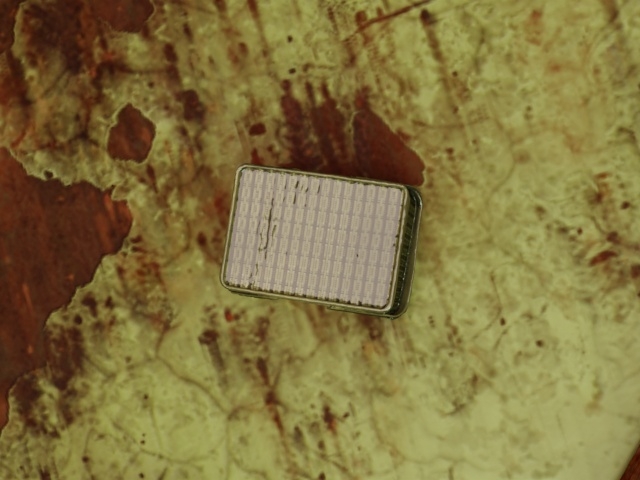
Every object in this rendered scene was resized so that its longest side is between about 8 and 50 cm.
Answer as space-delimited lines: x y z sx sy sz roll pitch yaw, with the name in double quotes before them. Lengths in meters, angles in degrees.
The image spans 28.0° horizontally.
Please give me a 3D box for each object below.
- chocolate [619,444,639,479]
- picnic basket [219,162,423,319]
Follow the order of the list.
"chocolate" 0.290 0.235 0.961 0.108 0.235 0.237 31 92 -2
"picnic basket" 0.000 0.000 1.089 0.164 0.079 0.115 8 89 9
